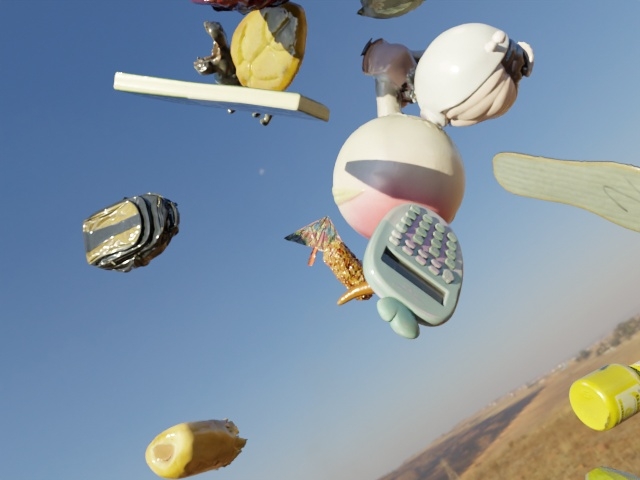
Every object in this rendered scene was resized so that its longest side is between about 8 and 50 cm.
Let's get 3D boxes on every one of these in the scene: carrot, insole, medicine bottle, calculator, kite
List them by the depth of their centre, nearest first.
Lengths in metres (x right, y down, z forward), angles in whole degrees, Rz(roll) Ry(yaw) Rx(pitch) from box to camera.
[{"bbox_3d":[0.215,-0.040,0.466,0.004,0.188,0.064,-39,-55,-21],"label":"insole"},{"bbox_3d":[0.161,0.046,0.999,0.041,0.185,0.299,-47,11,45],"label":"calculator"},{"bbox_3d":[0.096,0.101,1.210,0.142,0.035,0.035,-24,-18,21],"label":"carrot"},{"bbox_3d":[0.692,0.343,1.343,0.212,0.122,0.122,-18,-27,-22],"label":"medicine bottle"},{"bbox_3d":[0.000,0.000,1.818,0.009,0.232,0.189,73,-146,-58],"label":"kite"}]

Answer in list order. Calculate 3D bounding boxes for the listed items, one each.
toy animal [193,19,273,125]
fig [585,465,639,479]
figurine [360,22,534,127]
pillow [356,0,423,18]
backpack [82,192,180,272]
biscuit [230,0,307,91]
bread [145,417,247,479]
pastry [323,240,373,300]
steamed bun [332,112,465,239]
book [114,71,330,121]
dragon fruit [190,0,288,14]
[{"bbox_3d":[-0.230,-0.442,1.613,0.168,0.106,0.343,-50,-37,6],"label":"toy animal"},{"bbox_3d":[0.280,0.249,0.539,0.073,0.088,0.074,-17,-46,-19],"label":"fig"},{"bbox_3d":[0.281,-0.372,1.348,0.211,0.361,0.253,29,-102,-48],"label":"figurine"},{"bbox_3d":[0.128,-0.565,1.196,0.169,0.059,0.255,-5,-36,18],"label":"pillow"},{"bbox_3d":[-0.491,-0.026,1.555,0.258,0.206,0.133,-24,-19,17],"label":"backpack"},{"bbox_3d":[-0.120,-0.451,1.360,0.041,0.203,0.260,-20,-10,-46],"label":"biscuit"},{"bbox_3d":[-0.243,0.408,1.132,0.134,0.085,0.173,-39,-28,22],"label":"bread"},{"bbox_3d":[0.075,0.071,1.414,0.087,0.169,0.063,-43,-2,-39],"label":"pastry"},{"bbox_3d":[0.172,-0.100,1.279,0.309,0.309,0.309,-29,-23,-14],"label":"steamed bun"},{"bbox_3d":[-0.133,-0.209,0.862,0.202,0.264,0.027,-34,-48,-75],"label":"book"},{"bbox_3d":[-0.161,-0.597,1.122,0.329,0.329,0.329,-29,-23,-14],"label":"dragon fruit"}]
